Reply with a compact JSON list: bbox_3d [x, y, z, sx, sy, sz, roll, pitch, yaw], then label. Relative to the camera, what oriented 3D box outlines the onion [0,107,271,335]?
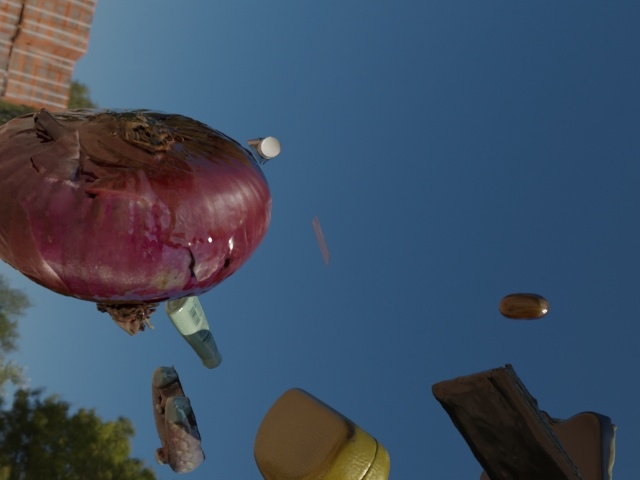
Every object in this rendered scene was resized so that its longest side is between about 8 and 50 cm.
[{"bbox_3d":[-0.236,-0.020,0.823,0.347,0.347,0.285,43,-50,55],"label":"onion"}]

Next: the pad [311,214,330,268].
[{"bbox_3d":[0.000,0.000,1.627,0.188,0.006,0.113,-72,145,-81],"label":"pad"}]

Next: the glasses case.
[{"bbox_3d":[-0.005,0.386,1.199,0.173,0.141,0.371,-51,-166,-13],"label":"glasses case"}]

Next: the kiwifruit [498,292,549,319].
[{"bbox_3d":[0.515,0.168,1.725,0.124,0.075,0.075,-5,-108,18],"label":"kiwifruit"}]

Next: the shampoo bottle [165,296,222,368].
[{"bbox_3d":[-0.214,0.155,1.174,0.191,0.041,0.069,73,22,-45],"label":"shampoo bottle"}]

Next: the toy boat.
[{"bbox_3d":[-0.285,0.351,1.284,0.155,0.085,0.227,47,-32,45],"label":"toy boat"}]

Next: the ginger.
[{"bbox_3d":[0.468,0.549,1.315,0.413,0.211,0.358,-62,-162,-15],"label":"ginger"}]

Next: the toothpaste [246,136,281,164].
[{"bbox_3d":[-0.133,-0.205,1.526,0.071,0.045,0.193,58,-12,-10],"label":"toothpaste"}]

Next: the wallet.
[{"bbox_3d":[0.251,0.281,0.818,0.285,0.030,0.146,58,-38,2],"label":"wallet"}]
